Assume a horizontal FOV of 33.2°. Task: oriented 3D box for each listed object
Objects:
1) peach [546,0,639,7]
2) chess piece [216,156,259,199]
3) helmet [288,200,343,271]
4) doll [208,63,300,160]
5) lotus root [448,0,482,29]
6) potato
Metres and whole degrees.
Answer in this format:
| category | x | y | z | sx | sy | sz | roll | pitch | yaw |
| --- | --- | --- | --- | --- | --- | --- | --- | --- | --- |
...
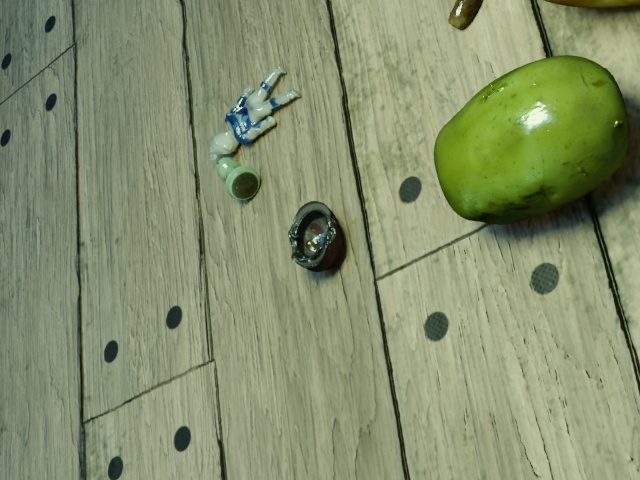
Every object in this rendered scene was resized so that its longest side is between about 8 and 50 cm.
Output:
| category | x | y | z | sx | sy | sz | roll | pitch | yaw |
| --- | --- | --- | --- | --- | --- | --- | --- | --- | --- |
| peach | 0.393 | -0.484 | 1.525 | 0.289 | 0.289 | 0.307 | -11 | 71 | 41 |
| chess piece | -0.166 | -0.125 | 2.076 | 0.067 | 0.067 | 0.103 | -60 | 36 | 9 |
| helmet | 0.000 | 0.000 | 1.857 | 0.098 | 0.070 | 0.123 | -19 | 54 | 31 |
| doll | -0.141 | -0.239 | 2.100 | 0.227 | 0.057 | 0.114 | -40 | 56 | 14 |
| lotus root | 0.246 | -0.394 | 1.797 | 0.030 | 0.037 | 0.083 | 29 | 95 | 42 |
| potato | 0.299 | -0.139 | 1.531 | 0.304 | 0.216 | 0.215 | -39 | 50 | 42 |
